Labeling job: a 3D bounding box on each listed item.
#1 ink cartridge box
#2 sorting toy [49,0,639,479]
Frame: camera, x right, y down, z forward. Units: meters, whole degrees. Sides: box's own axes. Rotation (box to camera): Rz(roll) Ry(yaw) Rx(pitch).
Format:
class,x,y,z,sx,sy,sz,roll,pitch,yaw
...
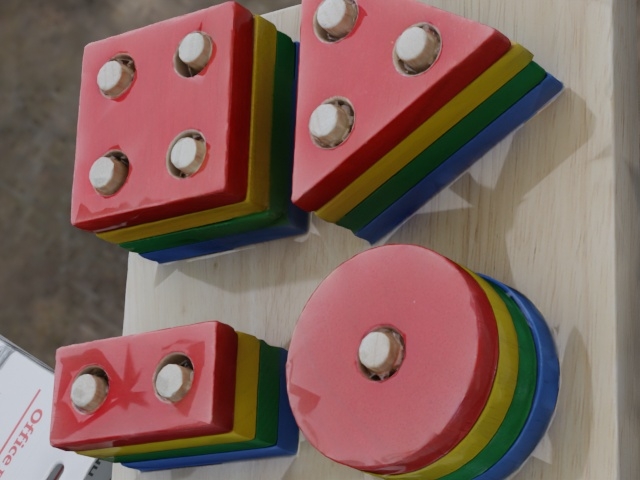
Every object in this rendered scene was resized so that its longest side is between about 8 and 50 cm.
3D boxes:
class,x,y,z,sx,sy,sz,roll,pitch,yaw
ink cartridge box,-0.170,0.112,0.925,0.180,0.060,0.104,26,82,41
sorting toy,0.000,0.000,0.744,0.255,0.089,0.257,-11,67,34
